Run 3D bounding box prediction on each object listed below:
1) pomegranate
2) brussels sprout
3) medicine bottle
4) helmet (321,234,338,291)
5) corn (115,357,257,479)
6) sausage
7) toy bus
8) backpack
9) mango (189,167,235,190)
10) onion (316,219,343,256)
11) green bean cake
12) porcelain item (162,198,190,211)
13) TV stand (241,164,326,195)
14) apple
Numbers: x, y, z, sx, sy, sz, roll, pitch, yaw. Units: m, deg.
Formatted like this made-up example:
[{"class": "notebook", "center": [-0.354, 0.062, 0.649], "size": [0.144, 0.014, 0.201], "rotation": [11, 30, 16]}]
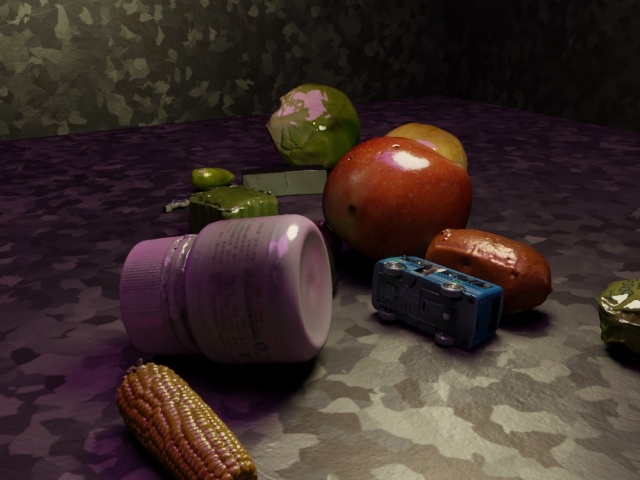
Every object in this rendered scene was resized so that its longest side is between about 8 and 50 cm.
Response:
[{"class": "pomegranate", "center": [0.269, -0.193, 2.030], "size": [0.307, 0.308, 0.307], "rotation": [-1, 20, 0]}, {"class": "brussels sprout", "center": [-0.022, -0.398, 2.577], "size": [0.343, 0.344, 0.268], "rotation": [-3, -18, -5]}, {"class": "medicine bottle", "center": [-0.159, 0.091, 1.259], "size": [0.324, 0.256, 0.256], "rotation": [-5, 18, 14]}, {"class": "helmet", "center": [-0.087, 0.032, 1.564], "size": [0.230, 0.161, 0.279], "rotation": [-14, 25, -29]}, {"class": "corn", "center": [-0.191, 0.270, 0.994], "size": [0.106, 0.106, 0.305], "rotation": [-15, 28, -35]}, {"class": "sausage", "center": [0.341, 0.063, 1.461], "size": [0.268, 0.153, 0.141], "rotation": [19, 18, 40]}, {"class": "toy bus", "center": [0.222, 0.112, 1.390], "size": [0.134, 0.114, 0.246], "rotation": [-14, 25, -43]}, {"class": "backpack", "center": [0.625, 0.141, 1.267], "size": [0.253, 0.140, 0.207], "rotation": [3, 19, 30]}, {"class": "mango", "center": [-0.356, -0.202, 2.364], "size": [0.165, 0.074, 0.091], "rotation": [-1, 9, -41]}, {"class": "onion", "center": [0.000, 0.000, 1.733], "size": [0.115, 0.105, 0.115], "rotation": [10, -15, 3]}, {"class": "green bean cake", "center": [-0.236, -0.076, 1.938], "size": [0.214, 0.113, 0.200], "rotation": [16, 26, 41]}, {"class": "porcelain item", "center": [-0.435, -0.114, 2.191], "size": [0.136, 0.021, 0.075], "rotation": [-17, 21, -40]}, {"class": "TV stand", "center": [-0.119, -0.192, 2.309], "size": [0.269, 0.083, 0.088], "rotation": [-5, 21, -9]}, {"class": "apple", "center": [0.180, -0.095, 1.666], "size": [0.348, 0.277, 0.348], "rotation": [23, 15, -7]}]
